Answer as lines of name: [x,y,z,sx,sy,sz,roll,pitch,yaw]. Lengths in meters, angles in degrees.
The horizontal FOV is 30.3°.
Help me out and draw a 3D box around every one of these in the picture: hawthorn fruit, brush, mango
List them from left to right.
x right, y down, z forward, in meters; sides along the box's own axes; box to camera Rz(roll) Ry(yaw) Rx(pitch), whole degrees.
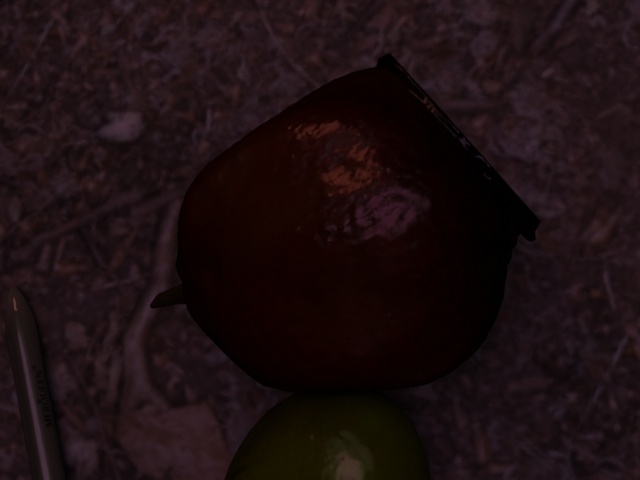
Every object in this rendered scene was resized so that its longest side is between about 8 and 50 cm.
brush: [-0.175,0.174,0.775,0.039,0.042,0.299,-17,76,7]
mango: [-0.007,0.161,0.718,0.117,0.089,0.163,44,91,11]
hawthorn fruit: [0.000,0.000,0.701,0.251,0.189,0.190,-14,79,15]
